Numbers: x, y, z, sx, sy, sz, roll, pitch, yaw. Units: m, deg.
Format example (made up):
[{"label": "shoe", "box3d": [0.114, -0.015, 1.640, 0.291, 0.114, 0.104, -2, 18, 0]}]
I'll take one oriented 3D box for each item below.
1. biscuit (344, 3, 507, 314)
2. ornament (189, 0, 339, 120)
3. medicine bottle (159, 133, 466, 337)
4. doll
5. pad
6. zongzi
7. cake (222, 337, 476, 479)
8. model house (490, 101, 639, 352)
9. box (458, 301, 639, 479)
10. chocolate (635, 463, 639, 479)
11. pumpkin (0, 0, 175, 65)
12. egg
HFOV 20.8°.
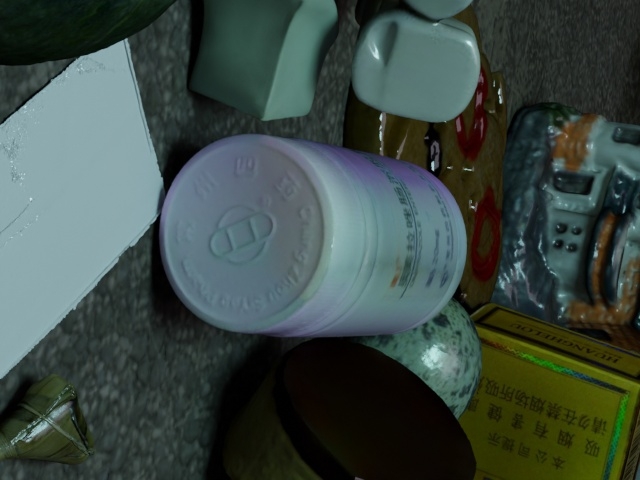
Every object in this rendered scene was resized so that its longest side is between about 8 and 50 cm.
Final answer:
[{"label": "biscuit", "box3d": [0.121, -0.063, 1.687, 0.314, 0.063, 0.367, -48, 136, -47]}, {"label": "ornament", "box3d": [-0.024, -0.229, 1.287, 0.120, 0.130, 0.285, 9, 89, -64]}, {"label": "medicine bottle", "box3d": [0.000, 0.000, 1.361, 0.254, 0.152, 0.152, 6, 91, -64]}, {"label": "doll", "box3d": [0.111, -0.277, 1.366, 0.161, 0.348, 0.423, 30, 61, -13]}, {"label": "pad", "box3d": [-0.175, -0.028, 1.173, 0.232, 0.004, 0.156, -51, 140, -46]}, {"label": "zongzi", "box3d": [-0.188, 0.140, 1.157, 0.083, 0.040, 0.076, -50, 146, -30]}, {"label": "cake", "box3d": [0.004, 0.198, 1.414, 0.178, 0.185, 0.208, -54, 177, 24]}, {"label": "model house", "box3d": [0.344, 0.000, 1.871, 0.190, 0.300, 0.271, 54, 51, -53]}, {"label": "box", "box3d": [0.207, 0.234, 1.721, 0.084, 0.192, 0.302, -26, 130, -58]}, {"label": "chocolate", "box3d": [0.422, 0.373, 2.202, 0.303, 0.213, 0.303, 5, 90, -88]}, {"label": "pumpkin", "box3d": [-0.158, -0.238, 0.930, 0.300, 0.207, 0.300, -18, 111, -60]}, {"label": "egg", "box3d": [0.071, 0.119, 1.550, 0.132, 0.132, 0.172, -28, 149, -58]}]
